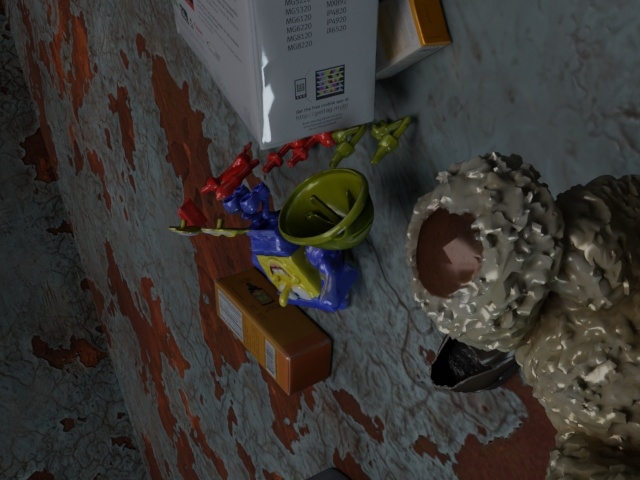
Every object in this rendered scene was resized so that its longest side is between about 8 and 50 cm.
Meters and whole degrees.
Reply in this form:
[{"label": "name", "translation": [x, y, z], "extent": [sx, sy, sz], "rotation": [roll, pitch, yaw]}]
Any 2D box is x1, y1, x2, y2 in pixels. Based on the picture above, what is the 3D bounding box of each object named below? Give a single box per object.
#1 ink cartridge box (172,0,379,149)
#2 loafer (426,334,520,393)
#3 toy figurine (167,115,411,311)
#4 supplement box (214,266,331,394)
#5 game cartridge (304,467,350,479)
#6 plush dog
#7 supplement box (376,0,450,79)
[{"label": "ink cartridge box", "translation": [-0.066, -0.292, 0.631], "extent": [0.309, 0.130, 0.272], "rotation": [-125, 24, -43]}, {"label": "loafer", "translation": [0.162, 0.078, 0.565], "extent": [0.080, 0.078, 0.220], "rotation": [51, 142, 33]}, {"label": "toy figurine", "translation": [0.000, 0.000, 0.785], "extent": [0.362, 0.191, 0.217], "rotation": [1, 134, 50]}, {"label": "supplement box", "translation": [-0.079, 0.132, 0.974], "extent": [0.233, 0.078, 0.080], "rotation": [40, 138, 44]}, {"label": "game cartridge", "translation": [0.017, 0.415, 0.830], "extent": [0.297, 0.198, 0.062], "rotation": [14, 110, 54]}, {"label": "plush dog", "translation": [0.210, 0.035, 0.325], "extent": [0.225, 0.210, 0.263], "rotation": [-36, 74, 39]}, {"label": "supplement box", "translation": [0.076, -0.204, 0.617], "extent": [0.098, 0.036, 0.062], "rotation": [-13, 93, 58]}]
